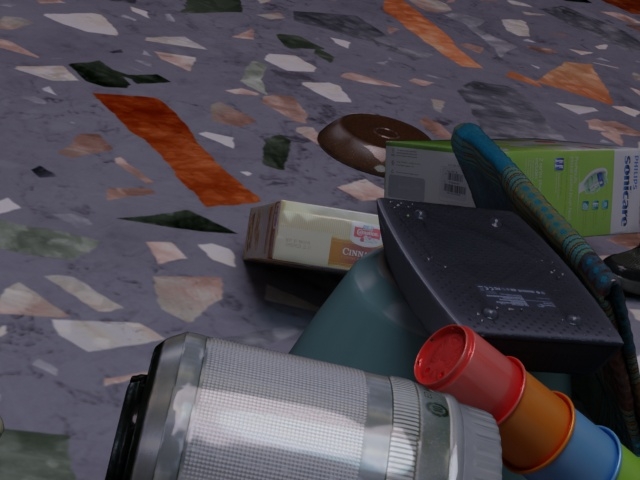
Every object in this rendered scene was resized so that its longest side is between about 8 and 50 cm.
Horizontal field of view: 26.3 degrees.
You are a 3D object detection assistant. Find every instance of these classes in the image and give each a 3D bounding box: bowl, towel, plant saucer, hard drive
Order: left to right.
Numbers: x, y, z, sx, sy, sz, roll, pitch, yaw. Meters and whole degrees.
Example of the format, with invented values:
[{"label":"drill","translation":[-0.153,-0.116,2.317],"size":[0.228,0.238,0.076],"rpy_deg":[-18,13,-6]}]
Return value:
[{"label":"plant saucer","translation":[0.096,-0.148,2.061],"size":[0.198,0.036,0.199],"rpy_deg":[13,24,-6]},{"label":"bowl","translation":[0.124,0.107,1.379],"size":[0.311,0.163,0.311],"rpy_deg":[11,25,-5]},{"label":"hard drive","translation":[0.154,0.041,1.271],"size":[0.172,0.054,0.255],"rpy_deg":[5,26,-20]},{"label":"towel","translation":[0.247,0.053,1.473],"size":[0.040,0.271,0.370],"rpy_deg":[-23,34,-4]}]

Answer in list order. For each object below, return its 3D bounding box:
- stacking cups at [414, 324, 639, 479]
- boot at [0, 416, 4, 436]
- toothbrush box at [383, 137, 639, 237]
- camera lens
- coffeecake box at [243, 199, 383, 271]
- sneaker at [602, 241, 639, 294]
[{"label":"stacking cups","translation":[0.208,0.174,1.168],"size":[0.316,0.096,0.096],"rpy_deg":[42,13,-26]},{"label":"boot","translation":[-0.290,0.189,1.058],"size":[0.261,0.095,0.203],"rpy_deg":[16,23,14]},{"label":"toothbrush box","translation":[0.254,-0.071,1.812],"size":[0.283,0.122,0.206],"rpy_deg":[-2,9,-35]},{"label":"camera lens","translation":[-0.023,0.197,1.029],"size":[0.274,0.219,0.219],"rpy_deg":[12,24,-5]},{"label":"coffeecake box","translation":[0.000,0.000,1.558],"size":[0.142,0.068,0.185],"rpy_deg":[9,-3,-12]},{"label":"sneaker","translation":[0.470,0.006,1.830],"size":[0.227,0.130,0.087],"rpy_deg":[-2,27,-29]}]
